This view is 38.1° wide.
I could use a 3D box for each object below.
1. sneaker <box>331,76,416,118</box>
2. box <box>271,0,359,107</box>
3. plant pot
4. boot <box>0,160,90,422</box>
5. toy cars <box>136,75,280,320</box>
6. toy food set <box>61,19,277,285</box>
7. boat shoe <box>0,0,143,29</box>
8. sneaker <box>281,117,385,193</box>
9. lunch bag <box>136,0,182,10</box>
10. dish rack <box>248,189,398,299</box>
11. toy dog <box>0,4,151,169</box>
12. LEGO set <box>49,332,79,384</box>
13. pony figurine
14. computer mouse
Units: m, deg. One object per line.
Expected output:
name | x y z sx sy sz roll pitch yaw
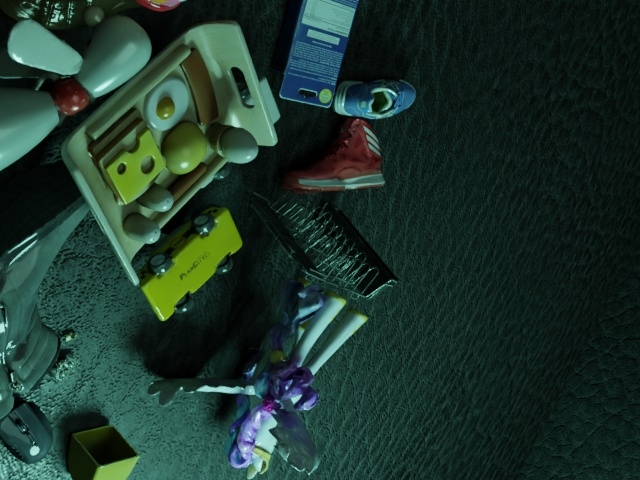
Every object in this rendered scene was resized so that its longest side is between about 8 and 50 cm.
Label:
sneaker | 0.111 -0.250 1.673 0.211 0.081 0.080 -17 120 -47
box | -0.007 -0.338 1.516 0.136 0.036 0.225 2 106 -51
plant pot | -0.348 0.352 1.453 0.081 0.081 0.083 -3 124 -50
boot | -0.395 0.070 1.216 0.338 0.118 0.223 -48 145 -23
toy cars | -0.185 -0.073 1.412 0.176 0.087 0.394 12 97 -52
toy food set | -0.185 -0.116 1.225 0.306 0.092 0.220 -50 144 -27
boat shoe | -0.281 -0.337 1.157 0.285 0.089 0.105 -20 150 -41
sneaker | 0.018 -0.151 1.641 0.221 0.087 0.128 -7 93 -43
lunch bag | -0.187 -0.430 1.083 0.258 0.120 0.293 24 70 -38
dish rack | 0.000 0.000 1.572 0.074 0.208 0.271 -47 148 12
toy dog | -0.373 -0.176 1.063 0.334 0.220 0.161 -46 108 -35
LEGO set | -0.375 0.177 1.363 0.054 0.023 0.083 -21 125 -43
pony figurine | -0.075 0.245 1.579 0.364 0.302 0.351 -60 161 -5
computer mouse | -0.439 0.238 1.306 0.071 0.041 0.242 -44 138 -25
